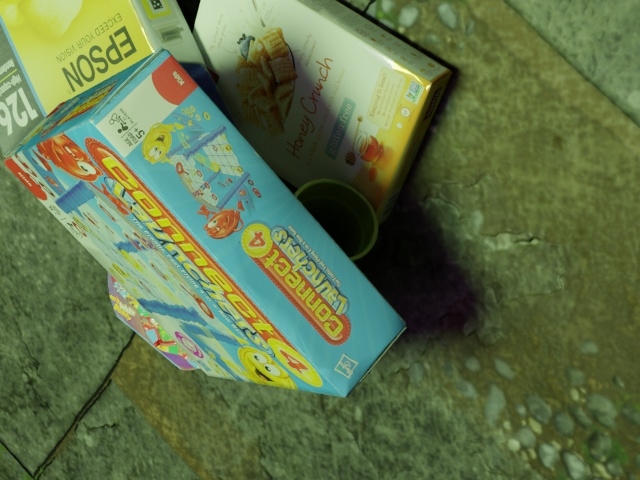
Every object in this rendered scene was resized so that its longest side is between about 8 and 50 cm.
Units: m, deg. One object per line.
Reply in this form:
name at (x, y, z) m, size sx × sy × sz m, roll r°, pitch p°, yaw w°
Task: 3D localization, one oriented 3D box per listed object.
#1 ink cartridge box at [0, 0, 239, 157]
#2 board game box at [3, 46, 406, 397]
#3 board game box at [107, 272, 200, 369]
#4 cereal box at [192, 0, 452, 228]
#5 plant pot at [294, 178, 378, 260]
ink cartridge box at (-0.253, -0.194, 1.179) m, size 0.304 × 0.072 × 0.307 m, roll -21°, pitch 93°, yaw 45°
board game box at (-0.116, -0.003, 1.057) m, size 0.308 × 0.086 × 0.302 m, roll 48°, pitch 159°, yaw -16°
board game box at (-0.178, 0.073, 1.298) m, size 0.169 × 0.033 × 0.133 m, roll 38°, pitch 126°, yaw 15°
cereal box at (-0.016, -0.139, 1.087) m, size 0.240 × 0.047 × 0.173 m, roll 33°, pitch 129°, yaw 17°
plant pot at (0.000, 0.000, 1.075) m, size 0.083 × 0.083 × 0.079 m, roll 46°, pitch 147°, yaw 9°
